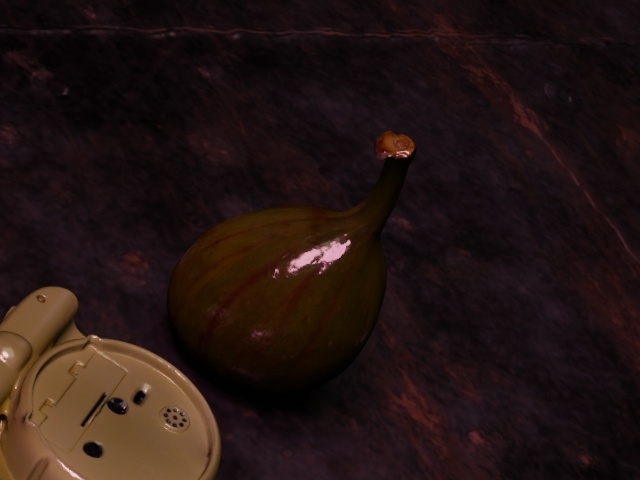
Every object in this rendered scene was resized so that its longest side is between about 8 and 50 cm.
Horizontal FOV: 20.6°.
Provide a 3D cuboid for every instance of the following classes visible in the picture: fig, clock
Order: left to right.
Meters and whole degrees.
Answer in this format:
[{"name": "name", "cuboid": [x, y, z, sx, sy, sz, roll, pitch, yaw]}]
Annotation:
[{"name": "clock", "cuboid": [-0.134, 0.141, 1.174, 0.232, 0.069, 0.170, 32, 36, -1]}, {"name": "fig", "cuboid": [0.000, 0.000, 1.282, 0.151, 0.259, 0.151, 28, 31, -18]}]
